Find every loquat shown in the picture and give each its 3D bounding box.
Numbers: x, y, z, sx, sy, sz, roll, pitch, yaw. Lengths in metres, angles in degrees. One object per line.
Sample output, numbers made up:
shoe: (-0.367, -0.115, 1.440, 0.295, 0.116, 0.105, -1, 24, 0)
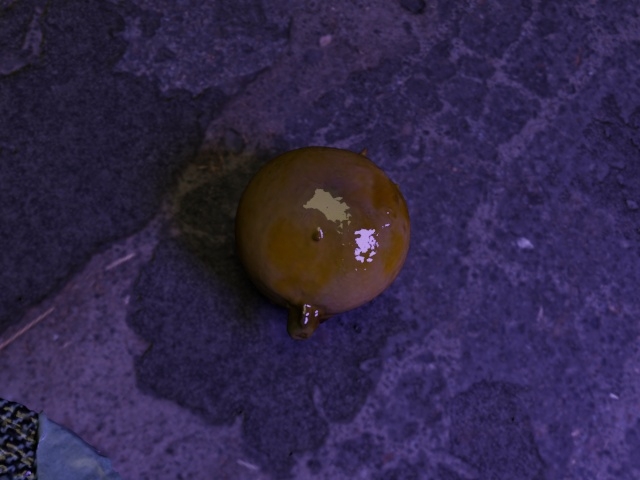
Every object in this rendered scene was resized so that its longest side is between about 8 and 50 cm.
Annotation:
loquat: (0.000, 0.000, 0.957, 0.172, 0.149, 0.204, 13, 73, -11)

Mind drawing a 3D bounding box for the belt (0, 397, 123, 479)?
belt: (-0.269, 0.242, 0.780, 0.258, 0.150, 0.207, 30, 52, 2)
